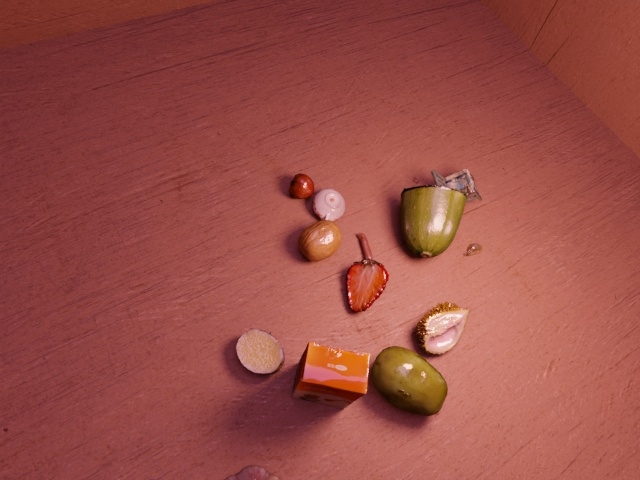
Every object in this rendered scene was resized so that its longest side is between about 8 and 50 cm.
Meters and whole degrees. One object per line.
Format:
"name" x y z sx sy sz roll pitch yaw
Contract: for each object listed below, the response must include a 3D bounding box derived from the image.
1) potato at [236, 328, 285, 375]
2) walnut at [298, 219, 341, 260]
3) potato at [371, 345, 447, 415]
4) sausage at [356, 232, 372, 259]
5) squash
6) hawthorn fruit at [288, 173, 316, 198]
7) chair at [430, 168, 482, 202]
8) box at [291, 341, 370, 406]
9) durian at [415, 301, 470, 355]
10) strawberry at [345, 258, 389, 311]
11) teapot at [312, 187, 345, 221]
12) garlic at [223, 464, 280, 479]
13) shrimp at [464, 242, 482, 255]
"potato" -0.231 0.437 1.768 0.200 0.081 0.164 33 70 11
"walnut" 0.000 0.000 1.991 0.197 0.165 0.165 -34 73 -24
"potato" 0.339 0.539 1.744 0.304 0.216 0.216 29 61 -5
"sausage" 0.206 0.033 2.079 0.042 0.036 0.158 -4 62 -25
"squash" 0.507 -0.062 2.076 0.310 0.310 0.309 9 80 -5
"hawthorn fruit" -0.082 -0.256 2.131 0.140 0.125 0.125 -7 64 -8
"chair" 0.658 -0.265 2.174 0.147 0.270 0.136 -25 61 26
"box" 0.029 0.491 1.633 0.225 0.341 0.143 12 62 -3
"durian" 0.494 0.366 1.906 0.250 0.183 0.138 -32 36 -20
"strawberry" 0.202 0.200 1.956 0.190 0.111 0.236 14 81 29
"teapot" 0.037 -0.156 2.118 0.159 0.116 0.245 31 65 -19
"garlic" -0.241 0.879 1.478 0.207 0.207 0.256 25 24 4
"shrimp" 0.727 0.042 2.175 0.108 0.023 0.059 -14 57 -16
